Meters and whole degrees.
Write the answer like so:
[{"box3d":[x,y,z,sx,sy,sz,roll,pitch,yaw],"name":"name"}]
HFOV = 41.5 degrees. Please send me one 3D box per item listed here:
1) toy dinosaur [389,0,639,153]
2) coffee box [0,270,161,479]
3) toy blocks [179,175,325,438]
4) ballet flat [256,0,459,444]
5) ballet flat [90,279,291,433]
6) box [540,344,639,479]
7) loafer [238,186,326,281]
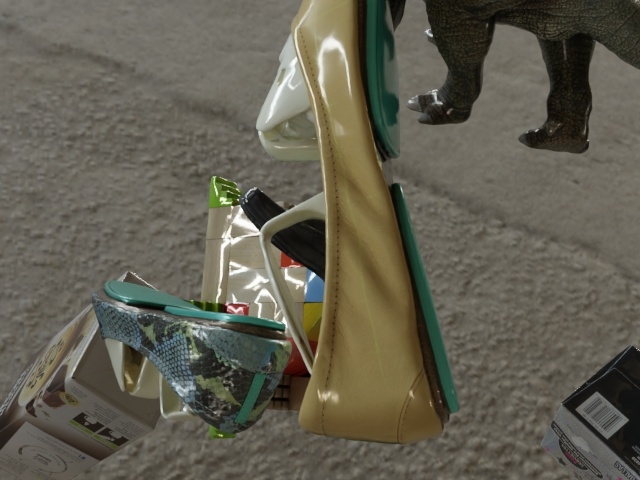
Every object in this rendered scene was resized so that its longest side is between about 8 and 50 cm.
[{"box3d":[0.083,-0.139,0.401,0.121,0.160,0.313,-9,40,-18],"name":"toy dinosaur"},{"box3d":[-0.300,0.188,1.072,0.119,0.297,0.168,38,43,-19],"name":"coffee box"},{"box3d":[-0.043,0.094,1.187,0.261,0.381,0.191,-4,-13,35],"name":"toy blocks"},{"box3d":[0.006,-0.028,0.367,0.073,0.080,0.232,-10,74,9],"name":"ballet flat"},{"box3d":[-0.083,0.061,0.455,0.070,0.070,0.188,-11,8,-29],"name":"ballet flat"},{"box3d":[0.459,0.303,1.173,0.163,0.142,0.247,-32,58,-23],"name":"box"},{"box3d":[0.000,0.000,1.018,0.223,0.078,0.076,37,-1,-18],"name":"loafer"}]
